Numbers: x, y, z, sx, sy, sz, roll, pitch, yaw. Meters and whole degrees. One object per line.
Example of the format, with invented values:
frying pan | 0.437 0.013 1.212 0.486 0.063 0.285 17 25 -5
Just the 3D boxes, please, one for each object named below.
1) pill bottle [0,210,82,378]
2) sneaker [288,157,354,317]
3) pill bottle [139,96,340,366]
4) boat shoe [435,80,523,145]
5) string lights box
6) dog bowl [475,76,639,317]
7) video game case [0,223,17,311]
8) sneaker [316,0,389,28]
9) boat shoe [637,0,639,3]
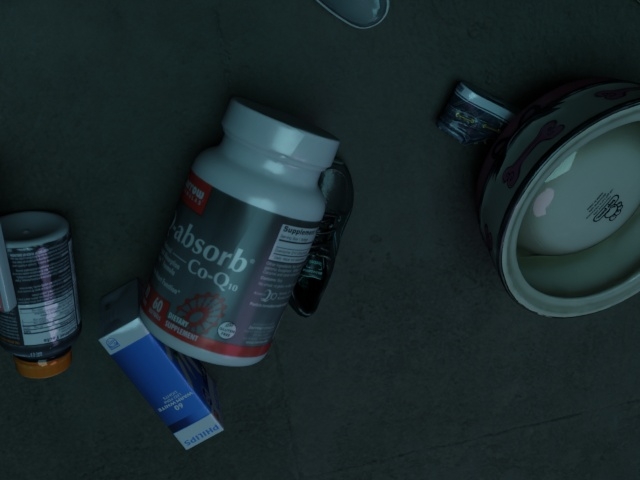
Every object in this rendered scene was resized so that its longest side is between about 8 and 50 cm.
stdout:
pill bottle | -0.438 0.089 1.350 0.130 0.130 0.245 -4 116 -11
sneaker | 0.000 0.000 1.417 0.101 0.106 0.267 8 112 -13
pill bottle | -0.117 -0.015 1.316 0.210 0.210 0.363 18 103 -20
boat shoe | 0.275 -0.182 1.415 0.183 0.065 0.083 24 117 -19
string lights box | -0.260 0.203 1.442 0.077 0.133 0.259 -30 118 3
dog bowl | 0.429 -0.077 1.403 0.408 0.150 0.408 -13 129 -17
video game case | -0.581 -0.005 1.261 0.285 0.025 0.204 5 116 15
sneaker | -0.002 -0.383 1.175 0.124 0.178 0.295 -33 119 20
boat shoe | 0.480 -0.405 1.339 0.190 0.072 0.068 20 110 -20
